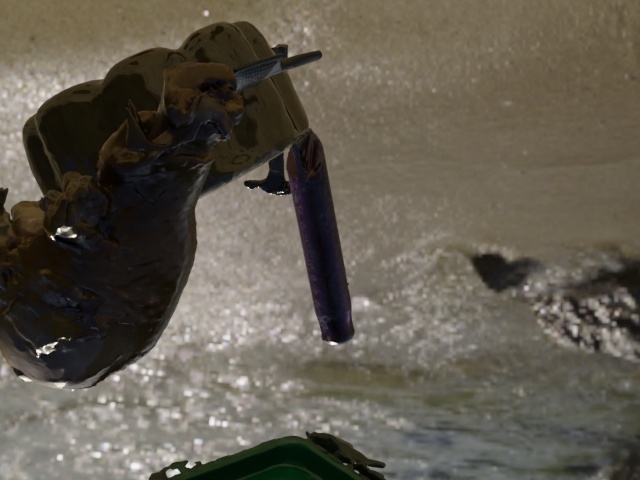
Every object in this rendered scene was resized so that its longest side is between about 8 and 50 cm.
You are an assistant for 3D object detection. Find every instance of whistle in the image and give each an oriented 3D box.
[{"bbox_3d":[0.000,0.000,0.831,0.033,0.176,0.033,-9,-161,3],"label":"whistle"}]

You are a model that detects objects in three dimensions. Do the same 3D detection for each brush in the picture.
[{"bbox_3d":[-0.054,-0.196,1.210,0.063,0.016,0.193,-36,177,41],"label":"brush"}]

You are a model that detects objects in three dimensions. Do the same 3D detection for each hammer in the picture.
[{"bbox_3d":[-0.075,-0.206,1.842,0.125,0.027,0.297,4,125,4],"label":"hammer"}]

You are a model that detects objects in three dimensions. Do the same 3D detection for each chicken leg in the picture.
[{"bbox_3d":[-0.101,-0.011,0.500,0.085,0.101,0.207,-29,162,-47],"label":"chicken leg"}]

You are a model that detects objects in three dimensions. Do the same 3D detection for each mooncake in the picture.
[{"bbox_3d":[-0.212,-0.151,1.437,0.378,0.378,0.200,-19,103,41],"label":"mooncake"}]

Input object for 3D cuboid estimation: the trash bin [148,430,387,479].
[{"bbox_3d":[-0.032,0.340,0.621,0.259,0.381,0.295,-13,-153,-41],"label":"trash bin"}]
